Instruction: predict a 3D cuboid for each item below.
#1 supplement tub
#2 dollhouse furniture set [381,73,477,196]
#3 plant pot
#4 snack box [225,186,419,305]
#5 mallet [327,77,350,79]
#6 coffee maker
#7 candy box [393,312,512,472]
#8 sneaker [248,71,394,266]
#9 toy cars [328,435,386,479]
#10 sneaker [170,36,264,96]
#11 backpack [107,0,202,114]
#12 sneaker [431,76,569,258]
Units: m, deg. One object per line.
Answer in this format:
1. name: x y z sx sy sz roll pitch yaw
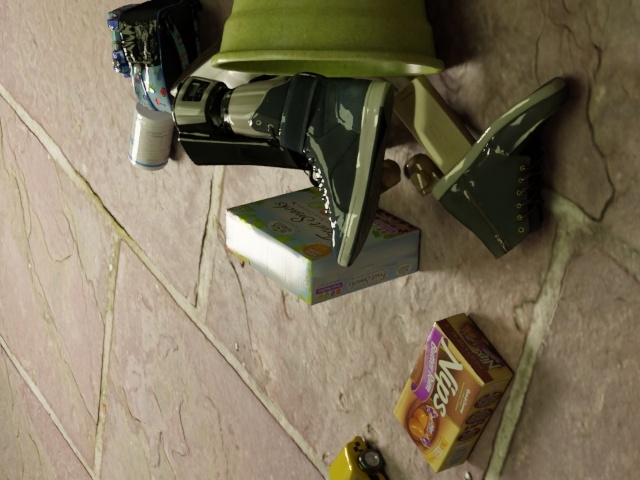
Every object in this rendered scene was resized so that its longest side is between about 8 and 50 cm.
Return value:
1. supplement tub: -0.282 -0.176 2.230 0.071 0.071 0.107 48 139 37
2. dollhouse furniture set: 0.114 -0.132 1.661 0.151 0.123 0.144 -40 86 29
3. plant pot: 0.012 -0.327 1.571 0.276 0.276 0.254 7 96 56
4. snack box: 0.000 0.000 1.763 0.207 0.174 0.070 30 127 50
5. mallet: 0.016 -0.287 1.763 0.062 0.039 0.190 32 124 49
6. coffee maker: -0.097 -0.146 1.835 0.178 0.120 0.171 4 119 30
7. candy box: 0.165 0.195 1.698 0.109 0.053 0.187 54 143 31
8. sneaker: -0.008 -0.090 1.601 0.163 0.086 0.226 10 99 11
9. toy cars: 0.071 0.483 1.923 0.176 0.087 0.394 6 107 57
10. sneaker: -0.087 -0.249 1.907 0.123 0.106 0.290 43 141 -16
11. backpack: -0.247 -0.277 2.054 0.117 0.158 0.173 -1 110 16
12. sneaker: 0.229 -0.080 1.488 0.118 0.083 0.222 48 135 8
